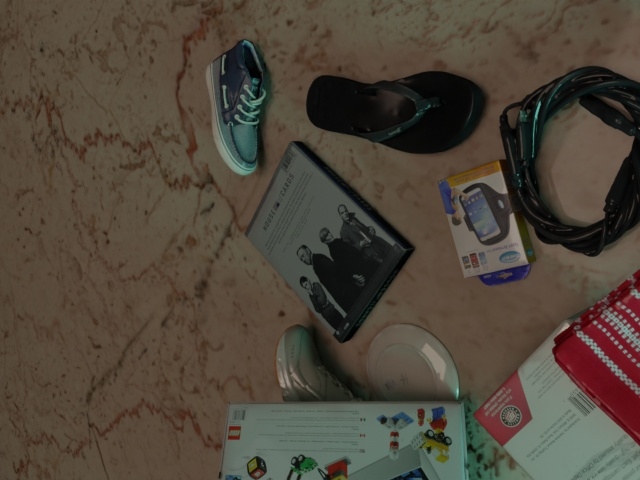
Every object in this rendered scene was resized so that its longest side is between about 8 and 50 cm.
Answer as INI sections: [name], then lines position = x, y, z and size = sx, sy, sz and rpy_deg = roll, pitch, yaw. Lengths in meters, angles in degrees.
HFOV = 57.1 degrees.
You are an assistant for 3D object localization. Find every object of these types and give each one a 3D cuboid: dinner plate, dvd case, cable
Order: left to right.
[dvd case]
position = 0.000, 0.000, 0.834
size = 0.239, 0.029, 0.179
rpy_deg = 47, 123, 26
[dinner plate]
position = 0.115, 0.180, 0.774
size = 0.141, 0.017, 0.141
rpy_deg = 8, 102, 41
[cable]
position = 0.267, -0.076, 0.596
size = 0.150, 0.047, 0.185
rpy_deg = -15, 84, 35

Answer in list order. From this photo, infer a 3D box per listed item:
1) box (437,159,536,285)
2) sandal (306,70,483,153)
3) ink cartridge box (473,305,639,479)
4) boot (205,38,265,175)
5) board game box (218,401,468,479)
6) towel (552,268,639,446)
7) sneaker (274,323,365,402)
[box]
position = 0.191, -0.016, 0.674
size = 0.081, 0.028, 0.136
rpy_deg = -18, 83, 40
[sandal]
position = 0.076, -0.159, 0.730
size = 0.254, 0.054, 0.097
rpy_deg = 11, 103, 39
[ink cartridge box]
position = 0.291, 0.198, 0.579
size = 0.218, 0.092, 0.159
rpy_deg = 48, 122, 26
[boot]
position = -0.117, -0.199, 0.875
size = 0.086, 0.069, 0.190
rpy_deg = -22, 80, 43
[board game box]
position = 0.024, 0.295, 0.710
size = 0.305, 0.053, 0.193
rpy_deg = -4, 63, 15
[towel]
position = 0.359, 0.077, 0.479
size = 0.275, 0.031, 0.199
rpy_deg = -44, 66, 11
[sneaker]
position = 0.026, 0.234, 0.822
size = 0.121, 0.099, 0.262
rpy_deg = -25, 75, 16
